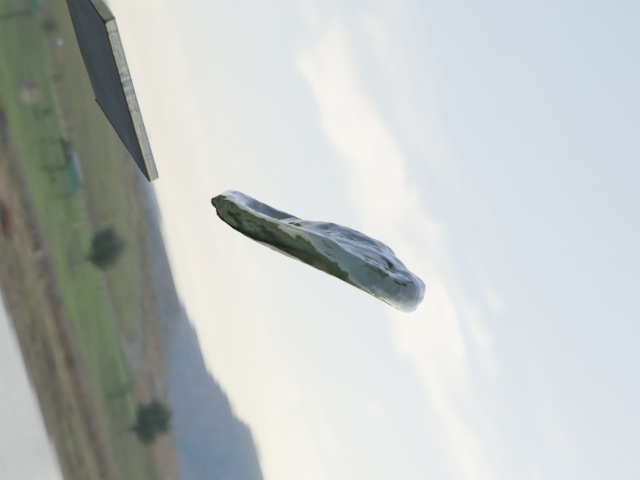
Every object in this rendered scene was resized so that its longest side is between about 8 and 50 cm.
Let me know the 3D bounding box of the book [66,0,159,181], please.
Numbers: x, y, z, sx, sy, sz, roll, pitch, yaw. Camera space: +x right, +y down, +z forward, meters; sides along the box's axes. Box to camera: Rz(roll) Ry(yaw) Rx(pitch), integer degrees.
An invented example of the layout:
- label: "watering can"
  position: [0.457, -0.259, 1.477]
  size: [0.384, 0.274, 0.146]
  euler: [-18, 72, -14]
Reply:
- label: "book"
  position: [-0.310, -0.255, 2.073]
  size: [0.217, 0.021, 0.310]
  euler: [53, -18, 38]

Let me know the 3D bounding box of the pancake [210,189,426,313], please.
- label: "pancake"
  position: [0.000, 0.000, 1.407]
  size: [0.050, 0.242, 0.242]
  euler: [-64, -166, 2]
